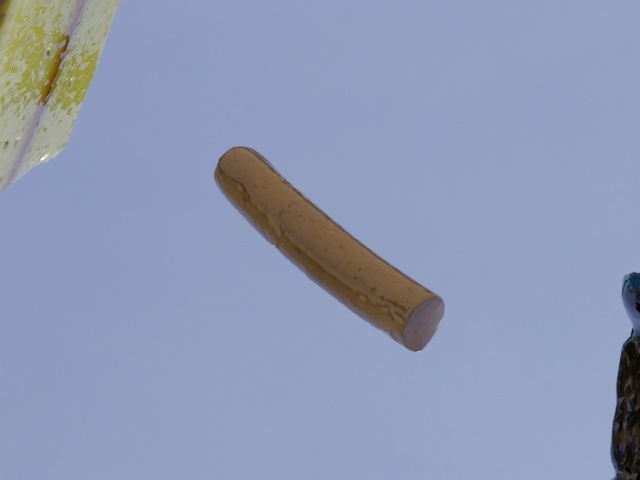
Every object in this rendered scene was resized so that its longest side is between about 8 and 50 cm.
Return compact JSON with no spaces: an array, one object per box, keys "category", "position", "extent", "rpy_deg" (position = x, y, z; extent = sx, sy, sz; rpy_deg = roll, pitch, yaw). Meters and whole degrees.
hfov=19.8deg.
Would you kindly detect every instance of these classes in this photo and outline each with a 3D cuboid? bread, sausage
[{"category":"bread","position":[-0.263,-0.197,1.271],"extent":[0.245,0.362,0.233],"rpy_deg":[33,-145,6]},{"category":"sausage","position":[-0.001,0.001,1.723],"extent":[0.066,0.066,0.301],"rpy_deg":[-30,-132,-25]}]

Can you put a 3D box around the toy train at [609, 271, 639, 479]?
[{"category":"toy train","position":[0.318,0.111,1.048],"extent":[0.265,0.188,0.300],"rpy_deg":[12,172,-23]}]
